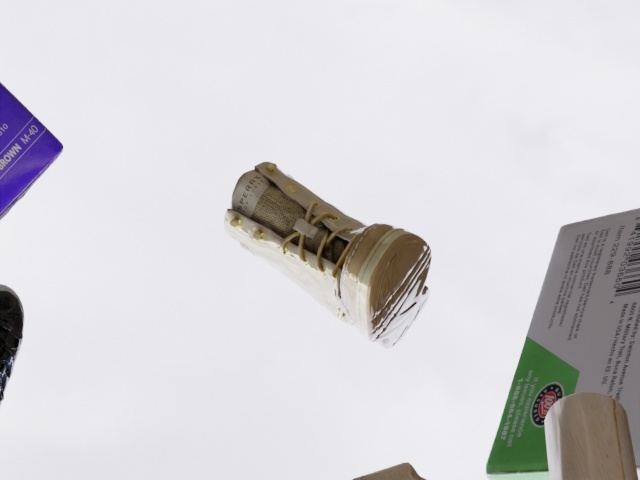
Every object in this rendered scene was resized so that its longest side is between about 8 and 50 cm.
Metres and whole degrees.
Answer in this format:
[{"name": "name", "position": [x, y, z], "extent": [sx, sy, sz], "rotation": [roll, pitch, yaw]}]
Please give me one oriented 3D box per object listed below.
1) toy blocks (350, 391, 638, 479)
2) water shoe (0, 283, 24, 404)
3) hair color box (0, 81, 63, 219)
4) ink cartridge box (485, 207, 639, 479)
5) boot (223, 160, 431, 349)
[{"name": "toy blocks", "position": [0.069, 0.290, 0.633], "extent": [0.309, 0.288, 0.260], "rotation": [-21, -147, 19]}, {"name": "water shoe", "position": [-0.339, 0.144, 1.304], "extent": [0.073, 0.203, 0.080], "rotation": [26, 166, -38]}, {"name": "hair color box", "position": [-0.362, -0.165, 0.951], "extent": [0.110, 0.339, 0.185], "rotation": [-49, -140, -7]}, {"name": "ink cartridge box", "position": [0.271, 0.078, 0.816], "extent": [0.121, 0.289, 0.211], "rotation": [39, -121, -27]}, {"name": "boot", "position": [0.000, 0.000, 1.176], "extent": [0.203, 0.095, 0.262], "rotation": [37, 175, 13]}]
